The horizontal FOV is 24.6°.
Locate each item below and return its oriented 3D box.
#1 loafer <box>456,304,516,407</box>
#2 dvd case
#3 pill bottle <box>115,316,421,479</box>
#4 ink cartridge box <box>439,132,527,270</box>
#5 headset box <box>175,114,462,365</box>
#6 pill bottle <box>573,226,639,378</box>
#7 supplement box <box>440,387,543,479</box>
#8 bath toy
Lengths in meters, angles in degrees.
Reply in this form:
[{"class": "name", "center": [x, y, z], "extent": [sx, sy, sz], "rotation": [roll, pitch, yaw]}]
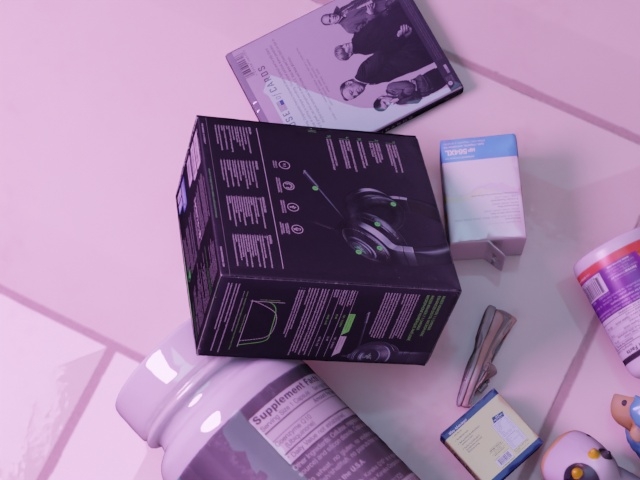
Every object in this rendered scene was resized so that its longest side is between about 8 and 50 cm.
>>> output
[{"class": "loafer", "center": [0.192, 0.137, 1.694], "extent": [0.039, 0.045, 0.125], "rotation": [19, 75, 2]}, {"class": "dvd case", "center": [0.028, -0.204, 1.797], "extent": [0.239, 0.029, 0.179], "rotation": [-27, 76, -2]}, {"class": "pill bottle", "center": [-0.041, 0.253, 1.598], "extent": [0.204, 0.204, 0.361], "rotation": [-44, 77, -7]}, {"class": "ink cartridge box", "center": [0.189, -0.040, 1.712], "extent": [0.090, 0.092, 0.143], "rotation": [-4, 75, 3]}, {"class": "headset box", "center": [0.000, 0.000, 1.611], "extent": [0.283, 0.131, 0.246], "rotation": [3, 46, -17]}, {"class": "pill bottle", "center": [0.377, 0.089, 1.659], "extent": [0.108, 0.108, 0.193], "rotation": [-26, 76, -3]}, {"class": "supplement box", "center": [0.193, 0.227, 1.663], "extent": [0.083, 0.056, 0.083], "rotation": [-40, 77, -6]}, {"class": "bath toy", "center": [0.265, 0.331, 1.597], "extent": [0.151, 0.129, 0.348], "rotation": [38, 82, 11]}]
